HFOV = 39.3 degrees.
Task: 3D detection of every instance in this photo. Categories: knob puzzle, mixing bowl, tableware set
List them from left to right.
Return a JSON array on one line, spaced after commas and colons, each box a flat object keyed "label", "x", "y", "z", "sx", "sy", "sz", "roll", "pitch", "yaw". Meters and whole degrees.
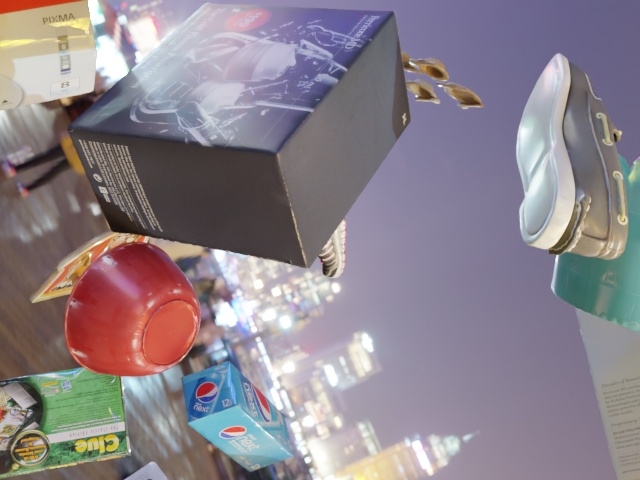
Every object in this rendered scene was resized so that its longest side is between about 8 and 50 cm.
[{"label": "knob puzzle", "x": -0.341, "y": 0.033, "z": 1.418, "sx": 0.030, "sy": 0.213, "sz": 0.213, "roll": 54, "pitch": -9, "yaw": 12}, {"label": "mixing bowl", "x": -0.219, "y": 0.102, "z": 1.132, "sx": 0.098, "sy": 0.181, "sz": 0.181, "roll": 22, "pitch": -37, "yaw": 38}, {"label": "tableware set", "x": 0.169, "y": -0.253, "z": 1.402, "sx": 0.141, "sy": 0.020, "sz": 0.169, "roll": 21, "pitch": -10, "yaw": 47}]

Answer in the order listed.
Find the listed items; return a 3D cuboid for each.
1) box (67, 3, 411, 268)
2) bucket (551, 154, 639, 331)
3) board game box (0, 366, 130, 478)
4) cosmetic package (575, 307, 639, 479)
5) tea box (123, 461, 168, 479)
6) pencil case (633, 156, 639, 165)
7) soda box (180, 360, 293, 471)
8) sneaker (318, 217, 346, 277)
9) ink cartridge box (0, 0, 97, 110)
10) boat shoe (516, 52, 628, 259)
[{"label": "box", "x": -0.091, "y": -0.158, "z": 1.195, "sx": 0.343, "sy": 0.312, "sz": 0.179, "roll": -56, "pitch": 146, "yaw": -40}, {"label": "bucket", "x": 0.430, "y": 0.003, "z": 1.126, "sx": 0.281, "sy": 0.281, "sz": 0.183, "roll": -129, "pitch": -132, "yaw": -69}, {"label": "board game box", "x": -0.404, "y": 0.256, "z": 1.252, "sx": 0.030, "sy": 0.260, "sz": 0.136, "roll": 97, "pitch": -16, "yaw": -66}, {"label": "cosmetic package", "x": 0.527, "y": 0.213, "z": 1.443, "sx": 0.197, "sy": 0.155, "sz": 0.365, "roll": 40, "pitch": 37, "yaw": -52}, {"label": "tea box", "x": -0.320, "y": 0.608, "z": 1.461, "sx": 0.220, "sy": 0.329, "sz": 0.323, "roll": 34, "pitch": -35, "yaw": 47}, {"label": "pencil case", "x": 0.821, "y": -0.204, "z": 1.841, "sx": 0.160, "sy": 0.386, "sz": 0.167, "roll": 51, "pitch": -19, "yaw": 10}, {"label": "soda box", "x": -0.107, "y": 0.239, "z": 1.198, "sx": 0.210, "sy": 0.071, "sz": 0.067, "roll": 58, "pitch": 13, "yaw": -55}, {"label": "sneaker", "x": 0.000, "y": 0.000, "z": 1.394, "sx": 0.170, "sy": 0.075, "sz": 0.063, "roll": 89, "pitch": -4, "yaw": -55}, {"label": "ink cartridge box", "x": -0.497, "y": -0.308, "z": 1.363, "sx": 0.385, "sy": 0.308, "sz": 0.091, "roll": 139, "pitch": -67, "yaw": -68}, {"label": "boat shoe", "x": 0.276, "y": -0.095, "z": 0.976, "sx": 0.305, "sy": 0.091, "sz": 0.109, "roll": -76, "pitch": -173, "yaw": -46}]
